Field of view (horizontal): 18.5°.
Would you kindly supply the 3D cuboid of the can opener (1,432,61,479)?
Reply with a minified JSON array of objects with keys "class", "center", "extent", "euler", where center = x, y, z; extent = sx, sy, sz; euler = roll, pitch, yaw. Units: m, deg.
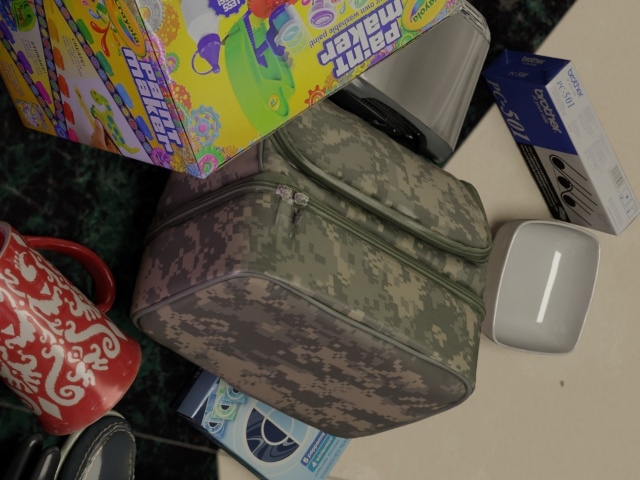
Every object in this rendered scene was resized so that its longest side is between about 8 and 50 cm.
[{"class":"can opener","center":[-0.277,0.257,1.736],"extent":[0.073,0.059,0.186],"euler":[7,102,-58]}]

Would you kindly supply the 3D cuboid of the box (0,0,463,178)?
[{"class":"box","center":[-0.093,-0.214,1.623],"extent":[0.290,0.279,0.177],"euler":[-35,121,-28]}]

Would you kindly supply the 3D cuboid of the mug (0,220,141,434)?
[{"class":"mug","center":[-0.251,0.062,1.700],"extent":[0.113,0.150,0.169],"euler":[-32,122,14]}]

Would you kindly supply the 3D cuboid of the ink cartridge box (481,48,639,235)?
[{"class":"ink cartridge box","center":[0.252,-0.101,2.047],"extent":[0.046,0.097,0.207],"euler":[-45,125,-21]}]

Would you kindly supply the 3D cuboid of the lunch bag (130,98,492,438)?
[{"class":"lunch bag","center":[0.000,0.000,1.779],"extent":[0.305,0.212,0.256],"euler":[28,54,-28]}]

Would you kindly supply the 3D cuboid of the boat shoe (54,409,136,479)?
[{"class":"boat shoe","center":[-0.211,0.281,1.783],"extent":[0.095,0.079,0.254],"euler":[19,89,-40]}]

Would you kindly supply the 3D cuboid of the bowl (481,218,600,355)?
[{"class":"bowl","center":[0.224,0.046,2.090],"extent":[0.142,0.053,0.142],"euler":[11,95,-40]}]

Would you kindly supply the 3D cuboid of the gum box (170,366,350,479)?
[{"class":"gum box","center":[-0.036,0.149,1.914],"extent":[0.184,0.041,0.157],"euler":[44,74,-36]}]

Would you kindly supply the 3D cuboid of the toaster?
[{"class":"toaster","center":[0.056,-0.181,1.852],"extent":[0.227,0.129,0.146],"euler":[33,76,-37]}]
